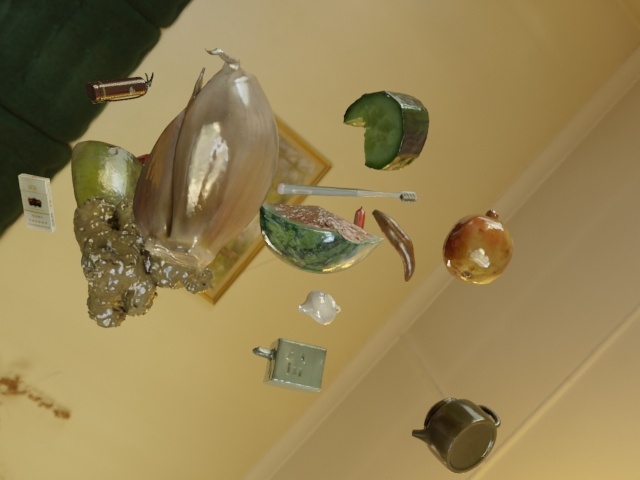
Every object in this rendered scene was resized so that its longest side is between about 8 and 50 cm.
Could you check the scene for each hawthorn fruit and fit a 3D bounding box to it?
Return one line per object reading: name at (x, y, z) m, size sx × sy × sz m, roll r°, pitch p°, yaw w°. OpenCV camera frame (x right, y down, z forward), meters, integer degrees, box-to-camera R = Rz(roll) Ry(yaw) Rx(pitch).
hawthorn fruit at (-0.647, -0.273, 2.060) m, size 0.125 × 0.125 × 0.140 m, roll -32°, pitch -170°, yaw 44°

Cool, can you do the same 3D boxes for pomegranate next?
pomegranate at (0.555, 0.014, 1.905) m, size 0.252 × 0.228 × 0.271 m, roll 88°, pitch 27°, yaw -66°

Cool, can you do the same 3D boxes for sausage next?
sausage at (0.139, -0.058, 1.983) m, size 0.048 × 0.050 × 0.146 m, roll 3°, pitch -105°, yaw 28°

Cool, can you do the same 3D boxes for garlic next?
garlic at (-0.207, -0.150, 0.904) m, size 0.246 × 0.231 × 0.340 m, roll -25°, pitch 131°, yaw -60°

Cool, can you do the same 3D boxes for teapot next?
teapot at (0.384, 0.525, 1.537) m, size 0.175 × 0.267 × 0.186 m, roll 41°, pitch -45°, yaw 54°
teapot at (0.012, 0.262, 2.139) m, size 0.092 × 0.226 × 0.145 m, roll -31°, pitch -123°, yaw 27°

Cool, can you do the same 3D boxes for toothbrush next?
toothbrush at (0.067, -0.111, 1.285) m, size 0.030 × 0.342 × 0.025 m, roll -104°, pitch -159°, yaw -55°

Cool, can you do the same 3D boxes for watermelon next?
watermelon at (0.000, 0.000, 1.361) m, size 0.176 × 0.260 × 0.256 m, roll -58°, pitch 158°, yaw -16°

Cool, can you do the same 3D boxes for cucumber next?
cucumber at (0.168, -0.270, 1.316) m, size 0.130 × 0.191 × 0.191 m, roll -11°, pitch 162°, yaw -47°

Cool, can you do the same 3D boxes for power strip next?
power strip at (-0.108, 0.392, 1.713) m, size 0.139 × 0.224 × 0.140 m, roll 136°, pitch -34°, yaw -65°

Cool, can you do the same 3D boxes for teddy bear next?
teddy bear at (-0.343, 0.028, 1.074) m, size 0.256 × 0.267 × 0.156 m, roll -10°, pitch -178°, yaw -22°

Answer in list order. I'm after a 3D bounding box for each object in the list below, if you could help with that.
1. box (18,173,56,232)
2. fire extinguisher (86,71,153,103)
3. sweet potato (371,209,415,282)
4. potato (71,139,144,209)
box at (-0.832, -0.109, 1.597) m, size 0.024 × 0.090 × 0.167 m, roll -62°, pitch 160°, yaw -62°
fire extinguisher at (-0.460, -0.354, 1.263) m, size 0.158 × 0.043 × 0.064 m, roll -23°, pitch 140°, yaw -41°
sweet potato at (0.246, 0.009, 1.708) m, size 0.078 × 0.255 × 0.058 m, roll -26°, pitch -174°, yaw 23°
potato at (-0.509, -0.093, 1.379) m, size 0.112 × 0.269 × 0.255 m, roll -21°, pitch -129°, yaw 12°
